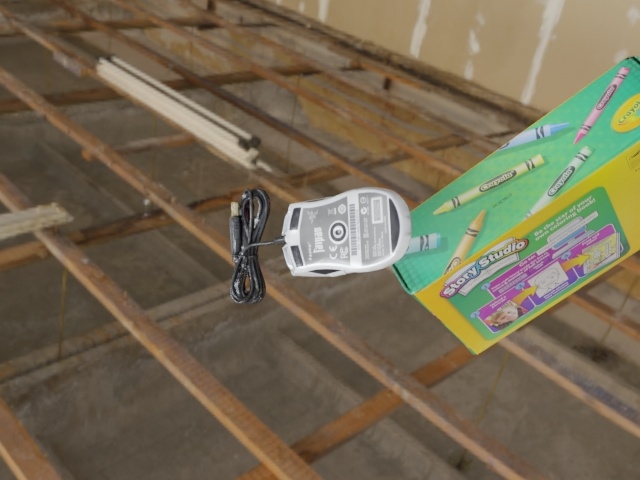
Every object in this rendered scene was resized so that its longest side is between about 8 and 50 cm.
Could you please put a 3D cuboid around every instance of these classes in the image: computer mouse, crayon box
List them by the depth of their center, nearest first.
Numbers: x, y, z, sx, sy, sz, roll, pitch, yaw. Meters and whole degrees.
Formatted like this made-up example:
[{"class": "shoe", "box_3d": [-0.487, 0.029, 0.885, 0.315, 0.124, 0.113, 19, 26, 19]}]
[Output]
[{"class": "computer mouse", "box_3d": [0.000, 0.000, 0.621, 0.192, 0.106, 0.042, -5, 173, 35]}, {"class": "crayon box", "box_3d": [0.214, -0.020, 0.686, 0.165, 0.278, 0.081, 42, -163, -48]}]
